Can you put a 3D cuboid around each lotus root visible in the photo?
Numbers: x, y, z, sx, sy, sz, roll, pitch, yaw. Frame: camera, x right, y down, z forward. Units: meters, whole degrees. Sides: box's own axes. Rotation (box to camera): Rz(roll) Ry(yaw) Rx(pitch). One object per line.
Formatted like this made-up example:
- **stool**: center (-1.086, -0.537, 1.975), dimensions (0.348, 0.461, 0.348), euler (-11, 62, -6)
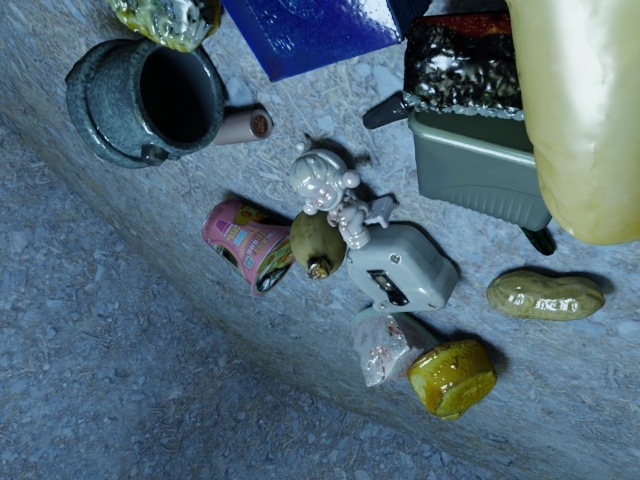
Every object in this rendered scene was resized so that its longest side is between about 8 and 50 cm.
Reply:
- **lotus root**: center (0.000, 0.000, 1.095), dimensions (0.140, 0.257, 0.154), euler (-36, 120, 19)

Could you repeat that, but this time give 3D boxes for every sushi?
- **sushi**: center (0.219, -0.222, 0.546), dimensions (0.224, 0.136, 0.126), euler (4, 119, 13)
- **sushi**: center (-0.270, -0.444, 0.747), dimensions (0.274, 0.139, 0.184), euler (30, 154, 3)

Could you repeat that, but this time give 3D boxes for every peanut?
- **peanut**: center (0.451, 0.113, 0.886), dimensions (0.225, 0.095, 0.108), euler (0, 140, 45)

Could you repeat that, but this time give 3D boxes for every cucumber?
- **cucumber**: center (0.386, -0.029, 0.804), dimensions (0.184, 0.033, 0.036), euler (42, 133, -17)

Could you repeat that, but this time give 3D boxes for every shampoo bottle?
- **shampoo bottle**: center (0.129, -0.232, 0.767), dimensions (0.048, 0.027, 0.137), euler (45, 150, -23)

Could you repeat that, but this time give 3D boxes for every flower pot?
- **flower pot**: center (-0.388, -0.291, 0.967), dimensions (0.282, 0.299, 0.299), euler (4, 140, 32)

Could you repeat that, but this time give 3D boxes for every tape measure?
- **tape measure**: center (0.188, 0.083, 1.087), dimensions (0.265, 0.130, 0.258), euler (45, 152, -18)

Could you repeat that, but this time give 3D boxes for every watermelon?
- **watermelon**: center (0.229, 0.330, 1.345), dimensions (0.310, 0.231, 0.193), euler (39, 116, 12)

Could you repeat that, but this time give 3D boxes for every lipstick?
- **lipstick**: center (-0.226, -0.267, 1.043), dimensions (0.254, 0.070, 0.070), euler (6, 141, 41)

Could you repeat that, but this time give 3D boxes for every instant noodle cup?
- **instant noodle cup**: center (-0.217, 0.003, 1.314), dimensions (0.255, 0.244, 0.244), euler (35, 153, 17)

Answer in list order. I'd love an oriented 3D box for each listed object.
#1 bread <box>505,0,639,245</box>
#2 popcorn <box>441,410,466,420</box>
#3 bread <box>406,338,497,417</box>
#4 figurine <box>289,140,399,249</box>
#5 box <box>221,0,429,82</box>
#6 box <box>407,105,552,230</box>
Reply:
- **bread**: center (0.331, -0.179, 0.361), dimensions (0.360, 0.250, 0.394), euler (-19, 132, 16)
- **popcorn**: center (0.454, 0.545, 1.504), dimensions (0.163, 0.140, 0.194), euler (46, 160, 57)
- **bread**: center (0.386, 0.393, 1.246), dimensions (0.269, 0.268, 0.146), euler (70, 175, -47)
- **figurine**: center (0.035, -0.112, 0.956), dimensions (0.256, 0.145, 0.182), euler (43, 171, -20)
- **box**: center (-0.027, -0.388, 0.609), dimensions (0.278, 0.116, 0.261), euler (5, 142, 44)
- **box**: center (0.279, -0.129, 0.674), dimensions (0.274, 0.138, 0.178), euler (24, 156, 24)
